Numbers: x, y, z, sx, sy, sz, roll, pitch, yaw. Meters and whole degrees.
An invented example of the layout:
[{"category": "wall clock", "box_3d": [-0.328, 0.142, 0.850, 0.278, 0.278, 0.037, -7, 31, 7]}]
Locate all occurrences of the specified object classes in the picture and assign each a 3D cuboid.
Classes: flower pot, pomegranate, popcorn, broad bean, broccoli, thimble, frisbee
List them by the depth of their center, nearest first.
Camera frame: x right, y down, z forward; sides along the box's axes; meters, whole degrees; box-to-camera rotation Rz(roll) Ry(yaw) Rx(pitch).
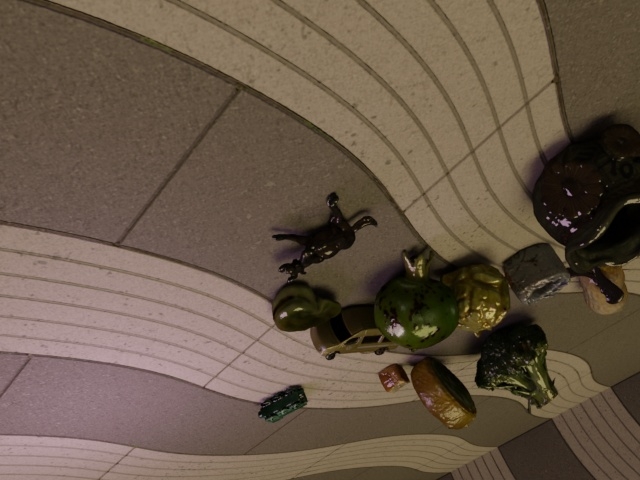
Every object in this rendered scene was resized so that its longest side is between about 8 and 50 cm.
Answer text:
[{"category": "flower pot", "box_3d": [0.617, -0.090, 1.186, 0.302, 0.213, 0.301, -14, 145, -10]}, {"category": "broad bean", "box_3d": [-0.035, 0.176, 1.333, 0.153, 0.072, 0.207, -26, 146, 18]}, {"category": "pomegranate", "box_3d": [0.238, 0.149, 1.351, 0.211, 0.211, 0.262, -1, 100, -25]}, {"category": "popcorn", "box_3d": [0.412, 0.152, 1.436, 0.167, 0.185, 0.187, -13, 157, 21]}, {"category": "thimble", "box_3d": [0.592, 0.094, 1.499, 0.151, 0.117, 0.127, -30, 146, 13]}, {"category": "frisbee", "box_3d": [0.770, 0.094, 1.587, 0.188, 0.210, 0.012, -14, -174, 31]}, {"category": "broccoli", "box_3d": [0.666, 0.434, 1.849, 0.304, 0.283, 0.321, -43, 158, 12]}]

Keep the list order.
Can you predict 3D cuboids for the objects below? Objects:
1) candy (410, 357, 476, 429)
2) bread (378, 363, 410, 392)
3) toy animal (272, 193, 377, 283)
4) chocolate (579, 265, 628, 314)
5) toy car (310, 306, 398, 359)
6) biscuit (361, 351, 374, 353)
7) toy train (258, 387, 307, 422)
[{"category": "candy", "box_3d": [0.413, 0.516, 1.851, 0.118, 0.260, 0.260, -46, 139, 13]}, {"category": "bread", "box_3d": [0.251, 0.473, 1.869, 0.083, 0.070, 0.077, -40, 141, 21]}, {"category": "toy animal", "box_3d": [0.000, 0.000, 1.131, 0.233, 0.084, 0.148, -34, 160, 8]}, {"category": "chocolate", "box_3d": [0.879, 0.143, 1.703, 0.134, 0.134, 0.309, -32, 140, 16]}, {"category": "toy car", "box_3d": [0.105, 0.239, 1.462, 0.257, 0.101, 0.124, 2, 134, -31]}, {"category": "biscuit", "box_3d": [0.174, 0.296, 1.640, 0.152, 0.020, 0.152, -13, 143, -11]}, {"category": "toy train", "box_3d": [-0.117, 0.533, 1.771, 0.171, 0.071, 0.111, -29, 153, 9]}]
